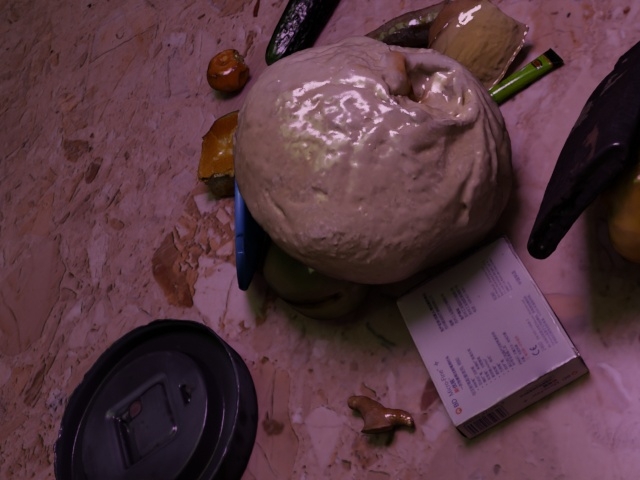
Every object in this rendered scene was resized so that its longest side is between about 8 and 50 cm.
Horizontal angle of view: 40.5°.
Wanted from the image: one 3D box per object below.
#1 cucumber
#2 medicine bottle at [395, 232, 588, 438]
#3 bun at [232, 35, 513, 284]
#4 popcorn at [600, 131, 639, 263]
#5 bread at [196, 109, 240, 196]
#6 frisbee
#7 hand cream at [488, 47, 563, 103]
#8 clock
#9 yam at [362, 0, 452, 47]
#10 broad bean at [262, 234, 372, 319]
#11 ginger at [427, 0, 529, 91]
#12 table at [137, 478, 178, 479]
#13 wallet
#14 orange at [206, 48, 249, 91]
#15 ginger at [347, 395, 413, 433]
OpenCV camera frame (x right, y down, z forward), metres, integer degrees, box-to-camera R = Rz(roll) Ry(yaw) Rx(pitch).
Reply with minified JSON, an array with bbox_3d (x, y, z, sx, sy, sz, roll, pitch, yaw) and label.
[{"bbox_3d":[-0.025,-0.399,1.519,0.074,0.074,0.241,14,71,40],"label":"cucumber"},{"bbox_3d":[0.197,0.111,1.041,0.171,0.052,0.201,-34,48,11],"label":"medicine bottle"},{"bbox_3d":[0.073,-0.123,1.086,0.352,0.227,0.349,30,47,10],"label":"bun"},{"bbox_3d":[0.432,-0.066,0.863,0.297,0.281,0.315,-12,66,8],"label":"popcorn"},{"bbox_3d":[-0.140,-0.146,1.431,0.128,0.069,0.140,-14,58,28],"label":"bread"},{"bbox_3d":[-0.098,-0.048,1.251,0.045,0.242,0.242,0,55,-4],"label":"frisbee"},{"bbox_3d":[0.283,-0.228,1.227,0.122,0.023,0.036,-33,44,7],"label":"hand cream"},{"bbox_3d":[-0.235,0.268,1.225,0.325,0.067,0.325,-17,53,24],"label":"clock"},{"bbox_3d":[0.104,-0.316,1.383,0.253,0.061,0.061,-19,52,23],"label":"yam"},{"bbox_3d":[0.000,0.000,1.223,0.189,0.121,0.263,-26,35,25],"label":"broad bean"},{"bbox_3d":[0.192,-0.266,1.274,0.193,0.115,0.122,-54,26,9],"label":"ginger"},{"bbox_3d":[-0.213,0.391,0.952,0.317,0.249,0.317,-7,70,21],"label":"table"},{"bbox_3d":[0.312,-0.122,0.977,0.321,0.044,0.170,-55,-4,-47],"label":"wallet"},{"bbox_3d":[-0.167,-0.300,1.558,0.086,0.062,0.086,-11,46,12],"label":"orange"},{"bbox_3d":[0.070,0.222,1.071,0.097,0.030,0.048,13,42,37],"label":"ginger"}]
